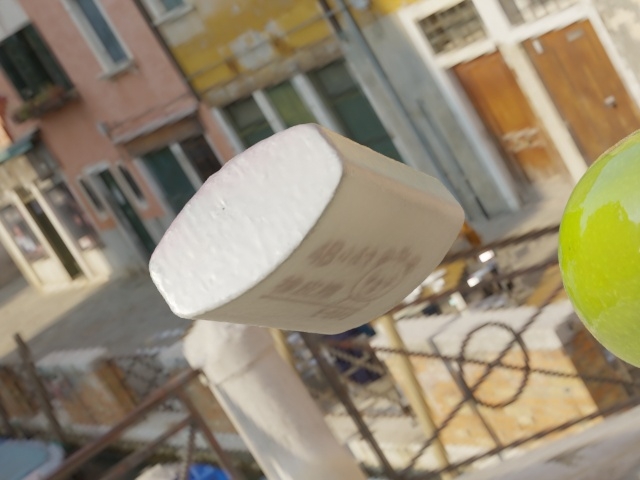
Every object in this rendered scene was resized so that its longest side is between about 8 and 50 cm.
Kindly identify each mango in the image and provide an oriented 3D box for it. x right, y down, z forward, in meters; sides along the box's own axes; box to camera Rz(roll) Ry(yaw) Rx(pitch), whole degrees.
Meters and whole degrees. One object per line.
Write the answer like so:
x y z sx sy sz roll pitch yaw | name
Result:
0.230 -0.015 0.657 0.175 0.143 0.293 -6 -16 -15 | mango

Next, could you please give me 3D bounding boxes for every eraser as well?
0.000 0.000 1.035 0.174 0.094 0.270 -42 -23 14 | eraser
